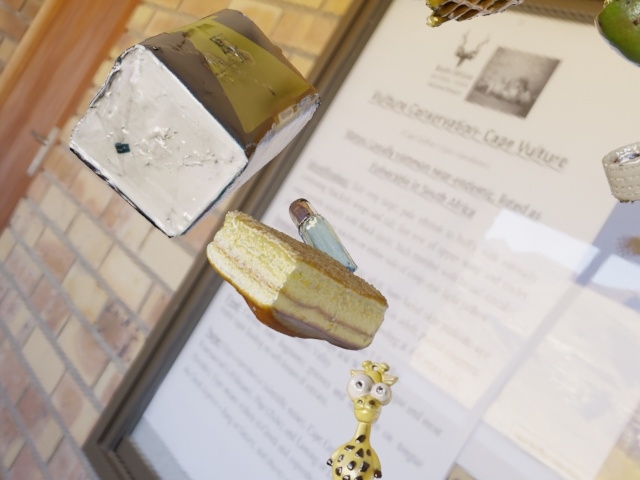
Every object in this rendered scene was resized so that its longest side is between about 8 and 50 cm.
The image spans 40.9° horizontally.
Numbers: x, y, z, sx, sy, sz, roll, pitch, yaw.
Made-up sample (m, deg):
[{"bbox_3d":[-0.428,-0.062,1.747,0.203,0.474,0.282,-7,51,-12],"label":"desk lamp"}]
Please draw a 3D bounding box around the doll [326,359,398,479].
[{"bbox_3d":[0.088,0.386,1.761,0.117,0.291,0.086,11,-22,10],"label":"doll"}]

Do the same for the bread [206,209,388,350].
[{"bbox_3d":[-0.032,0.065,1.221,0.234,0.111,0.184,27,6,-46],"label":"bread"}]

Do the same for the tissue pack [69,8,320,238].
[{"bbox_3d":[-0.204,-0.215,1.492,0.264,0.253,0.416,44,28,-3],"label":"tissue pack"}]

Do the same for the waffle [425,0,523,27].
[{"bbox_3d":[0.274,-0.423,1.333,0.245,0.254,0.052,98,-30,-68],"label":"waffle"}]

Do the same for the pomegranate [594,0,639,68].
[{"bbox_3d":[0.649,-0.439,1.581,0.260,0.261,0.340,31,23,26],"label":"pomegranate"}]

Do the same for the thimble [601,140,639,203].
[{"bbox_3d":[0.619,-0.135,1.680,0.115,0.102,0.090,1,-57,52],"label":"thimble"}]

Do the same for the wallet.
[{"bbox_3d":[-0.001,0.001,1.554,0.141,0.059,0.202,55,-1,-14],"label":"wallet"}]
